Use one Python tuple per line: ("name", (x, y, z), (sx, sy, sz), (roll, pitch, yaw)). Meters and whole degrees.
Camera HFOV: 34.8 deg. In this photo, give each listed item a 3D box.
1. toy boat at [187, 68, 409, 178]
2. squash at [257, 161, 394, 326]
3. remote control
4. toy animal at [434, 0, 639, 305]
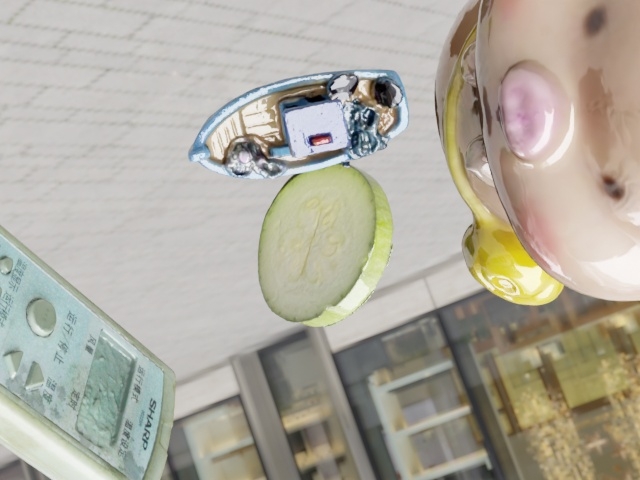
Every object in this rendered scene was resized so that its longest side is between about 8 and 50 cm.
("toy boat", (-0.021, -0.109, 1.003), (0.223, 0.100, 0.097), (-15, -159, -6))
("squash", (0.004, 0.002, 1.317), (0.219, 0.219, 0.041), (-28, 146, 35))
("remote control", (-0.158, 0.042, 0.494), (0.038, 0.098, 0.233), (-26, 126, 25))
("toy animal", (0.118, -0.054, 0.420), (0.149, 0.165, 0.248), (-20, -169, -11))
